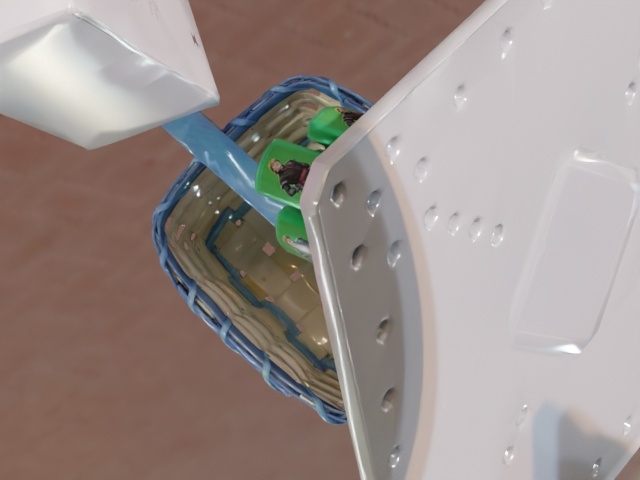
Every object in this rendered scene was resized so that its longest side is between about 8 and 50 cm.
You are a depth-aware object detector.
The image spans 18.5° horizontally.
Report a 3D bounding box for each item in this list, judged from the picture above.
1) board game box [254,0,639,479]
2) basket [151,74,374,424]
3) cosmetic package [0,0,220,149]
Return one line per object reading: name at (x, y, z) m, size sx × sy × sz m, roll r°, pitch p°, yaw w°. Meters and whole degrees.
board game box at (0.125, 0.002, 1.101) m, size 0.390 × 0.050 × 0.390 m, roll -44°, pitch 139°, yaw -33°
basket at (0.000, 0.000, 1.391) m, size 0.201 × 0.255 × 0.289 m, roll -47°, pitch 175°, yaw 4°
cosmetic package at (-0.179, -0.251, 1.024) m, size 0.097 × 0.377 × 0.284 m, roll -19°, pitch 172°, yaw 11°
